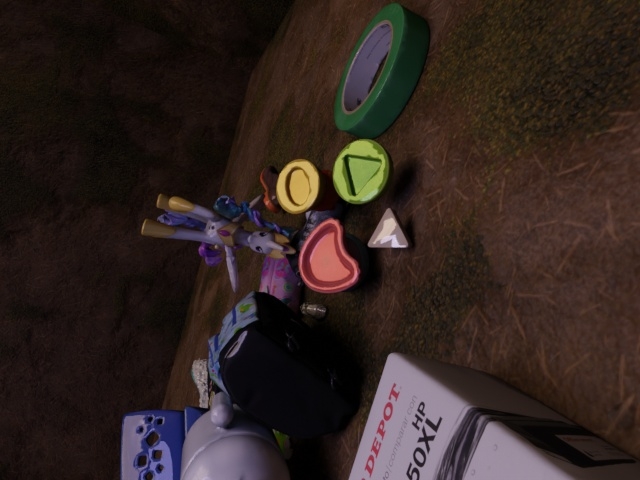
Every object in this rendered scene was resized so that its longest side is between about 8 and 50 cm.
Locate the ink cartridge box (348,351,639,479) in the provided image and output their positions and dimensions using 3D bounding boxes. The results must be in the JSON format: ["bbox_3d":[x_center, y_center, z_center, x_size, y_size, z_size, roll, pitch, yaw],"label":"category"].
[{"bbox_3d":[0.174,0.310,0.412,0.395,0.166,0.286,20,92,69],"label":"ink cartridge box"}]

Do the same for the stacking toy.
[{"bbox_3d":[0.069,-0.052,0.999,0.279,0.130,0.309,-23,73,31],"label":"stacking toy"}]

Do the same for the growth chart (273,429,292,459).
[{"bbox_3d":[-0.104,0.458,1.170,0.172,0.021,0.238,-41,38,51],"label":"growth chart"}]

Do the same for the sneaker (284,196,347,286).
[{"bbox_3d":[0.000,0.000,1.174,0.269,0.101,0.153,-54,36,34],"label":"sneaker"}]

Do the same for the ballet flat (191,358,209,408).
[{"bbox_3d":[-0.355,0.515,1.628,0.147,0.146,0.409,-69,25,9],"label":"ballet flat"}]

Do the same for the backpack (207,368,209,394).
[{"bbox_3d":[-0.262,0.427,1.384,0.166,0.144,0.189,-51,56,47],"label":"backpack"}]

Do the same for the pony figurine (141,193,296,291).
[{"bbox_3d":[-0.263,-0.015,1.253,0.351,0.362,0.303,174,110,-77],"label":"pony figurine"}]

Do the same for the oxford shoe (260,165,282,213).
[{"bbox_3d":[-0.158,-0.211,1.742,0.098,0.096,0.272,-40,38,20],"label":"oxford shoe"}]

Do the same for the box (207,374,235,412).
[{"bbox_3d":[-0.195,0.359,1.191,0.051,0.175,0.220,-54,28,30],"label":"box"}]

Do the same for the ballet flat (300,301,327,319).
[{"bbox_3d":[-0.022,0.174,1.160,0.114,0.041,0.041,-8,67,66],"label":"ballet flat"}]

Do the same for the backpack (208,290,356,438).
[{"bbox_3d":[-0.112,0.247,1.005,0.273,0.290,0.356,-44,21,10],"label":"backpack"}]

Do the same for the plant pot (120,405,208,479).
[{"bbox_3d":[-0.334,0.539,1.160,0.211,0.236,0.236,-18,61,14],"label":"plant pot"}]

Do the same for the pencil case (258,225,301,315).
[{"bbox_3d":[-0.111,0.098,1.318,0.124,0.124,0.285,-42,34,52],"label":"pencil case"}]

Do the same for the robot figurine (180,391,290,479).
[{"bbox_3d":[-0.171,0.450,0.909,0.353,0.199,0.300,-179,75,-75],"label":"robot figurine"}]

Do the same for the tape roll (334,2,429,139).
[{"bbox_3d":[0.142,-0.416,1.165,0.321,0.077,0.322,-48,33,46],"label":"tape roll"}]
